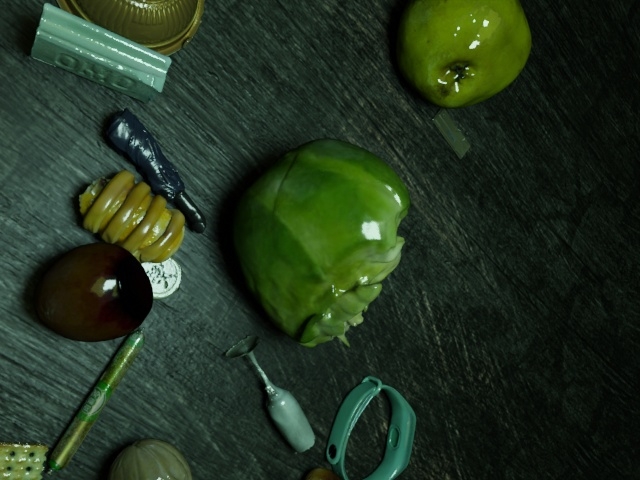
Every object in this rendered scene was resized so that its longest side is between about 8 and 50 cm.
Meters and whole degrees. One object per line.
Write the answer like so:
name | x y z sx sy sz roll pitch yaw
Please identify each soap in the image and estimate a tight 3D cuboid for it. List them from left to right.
soap | -0.356 -0.295 0.926 0.198 0.114 0.063 17 81 -29

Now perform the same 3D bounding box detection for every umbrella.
umbrella | -0.284 -0.115 1.005 0.071 0.071 0.248 -47 116 -24

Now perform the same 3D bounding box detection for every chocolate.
chocolate | -0.360 0.083 0.901 0.176 0.176 0.177 1 89 -32

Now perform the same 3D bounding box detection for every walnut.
walnut | -0.280 0.413 0.950 0.140 0.140 0.162 -10 104 -32

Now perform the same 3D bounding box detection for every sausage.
sausage | -0.369 0.262 0.954 0.033 0.032 0.269 39 70 -25

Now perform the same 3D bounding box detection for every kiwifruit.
kiwifruit | 0.013 0.512 1.165 0.124 0.075 0.075 49 66 -28

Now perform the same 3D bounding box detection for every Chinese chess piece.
Chinese chess piece | -0.287 0.062 1.009 0.084 0.034 0.084 1 88 -31

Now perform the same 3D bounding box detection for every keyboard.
keyboard | 0.322 -0.263 1.407 0.129 0.015 0.049 47 72 -23

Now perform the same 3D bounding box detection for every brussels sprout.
brussels sprout | 0.000 0.000 1.044 0.276 0.314 0.371 -39 148 -52

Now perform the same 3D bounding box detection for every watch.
watch | 0.112 0.416 1.237 0.195 0.068 0.237 16 85 -28

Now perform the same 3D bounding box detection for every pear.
pear | 0.316 -0.470 1.267 0.287 0.287 0.375 38 56 -26

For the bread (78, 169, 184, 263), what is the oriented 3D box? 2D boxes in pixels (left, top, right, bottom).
bread | -0.310 -0.039 0.957 0.177 0.084 0.119 36 66 -14

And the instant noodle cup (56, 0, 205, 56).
instant noodle cup | -0.308 -0.453 0.973 0.274 0.090 0.274 1 88 -32

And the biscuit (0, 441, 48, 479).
biscuit | -0.508 0.407 0.874 0.144 0.016 0.203 15 80 -31

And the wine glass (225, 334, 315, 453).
wine glass | -0.086 0.306 1.112 0.074 0.074 0.262 -37 109 -27
